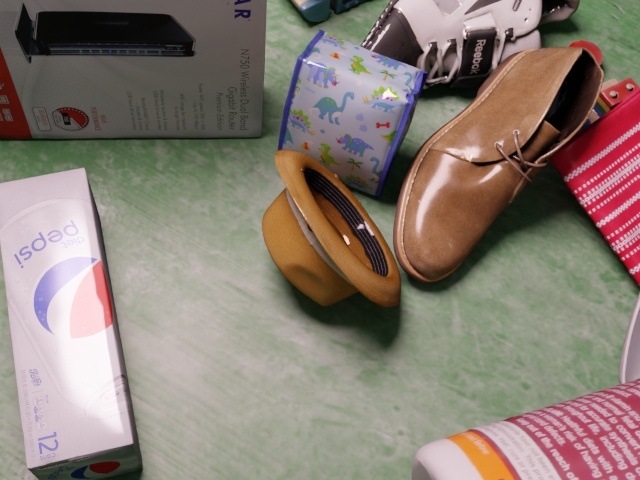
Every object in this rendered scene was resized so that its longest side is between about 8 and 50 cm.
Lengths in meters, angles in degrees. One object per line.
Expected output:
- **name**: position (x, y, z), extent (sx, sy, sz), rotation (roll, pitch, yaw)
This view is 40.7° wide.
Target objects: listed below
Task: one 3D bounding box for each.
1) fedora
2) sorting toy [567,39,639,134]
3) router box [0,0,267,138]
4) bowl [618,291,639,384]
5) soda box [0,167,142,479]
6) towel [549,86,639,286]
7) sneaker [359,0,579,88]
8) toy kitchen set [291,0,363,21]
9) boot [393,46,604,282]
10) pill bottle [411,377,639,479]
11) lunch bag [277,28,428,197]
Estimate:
- **fedora**: position (0.000, 0.000, 0.866), extent (0.079, 0.194, 0.194), rotation (-38, 67, 19)
- **sorting toy**: position (0.339, -0.117, 0.993), extent (0.132, 0.046, 0.274), rotation (-25, 68, -16)
- **router box**: position (-0.203, -0.228, 0.841), extent (0.301, 0.335, 0.082), rotation (-1, 62, -5)
- **bowl**: position (0.370, 0.105, 0.856), extent (0.142, 0.053, 0.142), rotation (15, 89, 2)
- **soda box**: position (-0.239, 0.079, 0.814), extent (0.091, 0.098, 0.286), rotation (-11, 64, -11)
- **towel**: position (0.395, -0.035, 0.931), extent (0.199, 0.031, 0.275), rotation (-32, 82, -17)
- **sneaker**: position (0.176, -0.239, 0.999), extent (0.330, 0.122, 0.146), rotation (-39, 70, -21)
- **toy kitchen set**: position (0.066, -0.346, 1.020), extent (0.207, 0.166, 0.122), rotation (-30, 69, -18)
- **boot**: position (0.185, -0.088, 0.901), extent (0.112, 0.115, 0.305), rotation (40, 76, -21)
- **pill bottle**: position (0.293, 0.223, 0.706), extent (0.392, 0.224, 0.224), rotation (-15, 65, -9)
- **lunch bag**: position (0.028, -0.127, 0.917), extent (0.128, 0.151, 0.096), rotation (23, 39, 6)
